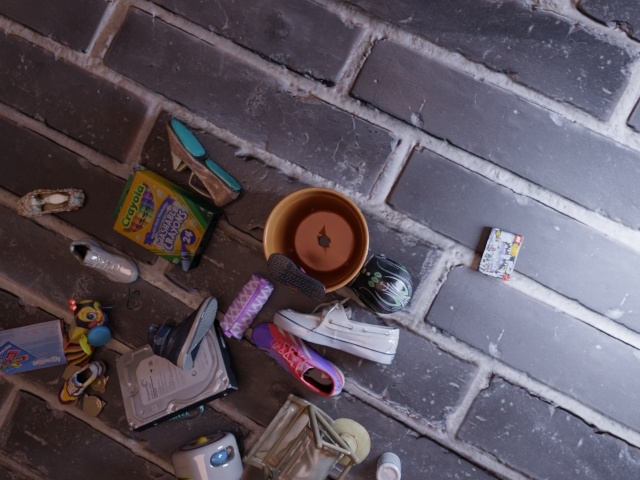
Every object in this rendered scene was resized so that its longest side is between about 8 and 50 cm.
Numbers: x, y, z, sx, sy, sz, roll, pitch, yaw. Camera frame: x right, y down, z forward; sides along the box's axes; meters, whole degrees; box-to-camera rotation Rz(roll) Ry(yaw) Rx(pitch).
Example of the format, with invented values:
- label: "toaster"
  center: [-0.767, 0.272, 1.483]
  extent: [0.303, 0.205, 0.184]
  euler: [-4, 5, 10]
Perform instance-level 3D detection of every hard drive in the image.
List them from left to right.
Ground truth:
- label: "hard drive"
  center: [-0.436, 0.398, 1.872]
  extent: [0.339, 0.064, 0.236]
  euler: [-24, 64, 8]

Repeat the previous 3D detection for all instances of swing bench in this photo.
- label: "swing bench"
  center: [-0.063, 0.623, 1.785]
  extent: [0.165, 0.255, 0.253]
  euler: [33, 96, -29]

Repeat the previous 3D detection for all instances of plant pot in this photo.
- label: "plant pot"
  center: [0.000, 0.000, 1.785]
  extent: [0.291, 0.203, 0.290]
  euler: [0, 90, 9]

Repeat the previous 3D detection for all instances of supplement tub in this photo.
- label: "supplement tub"
  center: [0.195, 0.658, 1.794]
  extent: [0.071, 0.107, 0.071]
  euler: [0, 90, 9]

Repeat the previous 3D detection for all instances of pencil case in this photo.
- label: "pencil case"
  center: [-0.222, 0.196, 1.872]
  extent: [0.086, 0.088, 0.206]
  euler: [33, 93, 6]

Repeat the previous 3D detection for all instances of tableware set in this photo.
- label: "tableware set"
  center: [-0.748, 0.472, 1.977]
  extent: [0.169, 0.020, 0.141]
  euler: [16, 89, 9]

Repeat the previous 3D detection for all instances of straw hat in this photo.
- label: "straw hat"
  center: [0.074, 0.600, 1.836]
  extent: [0.145, 0.061, 0.144]
  euler: [0, 88, 8]

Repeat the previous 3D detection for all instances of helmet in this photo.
- label: "helmet"
  center: [0.180, 0.130, 1.773]
  extent: [0.162, 0.169, 0.169]
  euler: [37, 94, 6]

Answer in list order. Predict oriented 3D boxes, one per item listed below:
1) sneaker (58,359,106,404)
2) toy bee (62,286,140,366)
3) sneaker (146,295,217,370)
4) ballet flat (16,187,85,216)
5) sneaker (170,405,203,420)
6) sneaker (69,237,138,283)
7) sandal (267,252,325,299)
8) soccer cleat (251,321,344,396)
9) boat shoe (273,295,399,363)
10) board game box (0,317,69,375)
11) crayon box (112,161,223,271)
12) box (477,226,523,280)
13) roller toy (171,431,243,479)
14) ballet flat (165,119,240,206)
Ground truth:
- label: "sneaker"
  center: [-0.751, 0.438, 1.925]
  extent: [0.185, 0.084, 0.069]
  euler: [-45, 81, 4]
- label: "toy bee"
  center: [-0.713, 0.240, 1.904]
  extent: [0.195, 0.162, 0.298]
  euler: [21, 82, 52]
- label: "sneaker"
  center: [-0.413, 0.246, 1.842]
  extent: [0.163, 0.086, 0.226]
  euler: [20, 75, 23]
- label: "ballet flat"
  center: [-0.865, -0.126, 1.974]
  extent: [0.241, 0.077, 0.091]
  euler: [-11, 88, 8]
- label: "sneaker"
  center: [-0.440, 0.526, 1.903]
  extent: [0.167, 0.076, 0.064]
  euler: [-10, 89, 8]
- label: "sneaker"
  center: [-0.676, 0.069, 1.924]
  extent: [0.232, 0.115, 0.090]
  euler: [25, 93, 8]
- label: "sandal"
  center: [-0.067, 0.097, 1.676]
  extent: [0.179, 0.040, 0.067]
  euler: [35, 100, -7]
- label: "soccer cleat"
  center: [-0.070, 0.346, 1.832]
  extent: [0.318, 0.116, 0.108]
  euler: [35, 94, 7]
- label: "boat shoe"
  center: [0.054, 0.229, 1.809]
  extent: [0.367, 0.136, 0.156]
  euler: [17, 92, 5]
- label: "board game box"
  center: [-0.945, 0.345, 2.003]
  extent: [0.281, 0.027, 0.145]
  euler: [-11, 86, 8]
- label: "crayon box"
  center: [-0.485, -0.074, 1.899]
  extent: [0.323, 0.083, 0.203]
  euler: [29, 105, 8]
- label: "box"
  center: [0.516, 0.039, 1.799]
  extent: [0.094, 0.027, 0.137]
  euler: [17, 91, 7]
- label: "roller toy"
  center: [-0.331, 0.646, 1.829]
  extent: [0.191, 0.209, 0.146]
  euler: [-16, 86, -3]
- label: "ballet flat"
  center: [-0.381, -0.225, 1.897]
  extent: [0.106, 0.107, 0.316]
  euler: [-45, 83, 19]
